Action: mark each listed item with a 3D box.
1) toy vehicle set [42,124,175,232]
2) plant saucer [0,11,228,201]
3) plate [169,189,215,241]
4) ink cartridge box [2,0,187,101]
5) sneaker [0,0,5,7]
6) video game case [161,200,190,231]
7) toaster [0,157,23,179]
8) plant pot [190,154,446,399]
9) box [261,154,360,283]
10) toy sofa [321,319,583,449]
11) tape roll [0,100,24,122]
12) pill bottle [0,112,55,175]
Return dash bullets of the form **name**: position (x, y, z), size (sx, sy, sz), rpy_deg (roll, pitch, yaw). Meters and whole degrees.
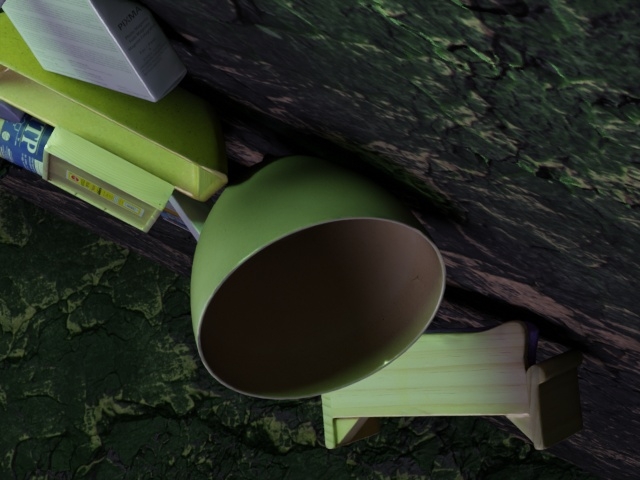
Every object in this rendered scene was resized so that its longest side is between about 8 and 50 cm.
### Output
- **toy vehicle set**: position (-0.284, -0.076, 2.008), size (0.166, 0.035, 0.267), rpy_deg (28, 170, -7)
- **plant saucer**: position (-0.254, -0.164, 1.783), size (0.332, 0.081, 0.333), rpy_deg (27, 173, -7)
- **plate**: position (-0.173, -0.043, 2.108), size (0.277, 0.045, 0.278), rpy_deg (54, 174, 7)
- **ink cartridge box**: position (-0.254, -0.245, 1.488), size (0.189, 0.066, 0.232), rpy_deg (20, 148, 40)
- **sneaker**: position (-0.364, -0.251, 1.309), size (0.137, 0.210, 0.366), rpy_deg (29, 130, -32)
- **video game case**: position (-0.196, -0.032, 2.626), size (0.204, 0.025, 0.285), rpy_deg (25, 171, 5)
- **toaster**: position (-0.576, -0.189, 2.485), size (0.146, 0.129, 0.227), rpy_deg (28, 175, 16)
- **plant pot**: position (-0.024, 0.013, 1.715), size (0.284, 0.284, 0.191), rpy_deg (35, -156, -44)
- **box**: position (0.000, 0.000, 1.962), size (0.184, 0.103, 0.261), rpy_deg (29, 172, 9)
- **toy sofa**: position (0.181, 0.199, 2.168), size (0.362, 0.177, 0.150), rpy_deg (-5, -179, 31)
- **tape roll**: position (-0.464, -0.234, 2.015), size (0.189, 0.080, 0.189), rpy_deg (27, 171, 4)
- **pill bottle**: position (-0.370, -0.140, 2.197), size (0.186, 0.112, 0.112), rpy_deg (23, 171, 16)
